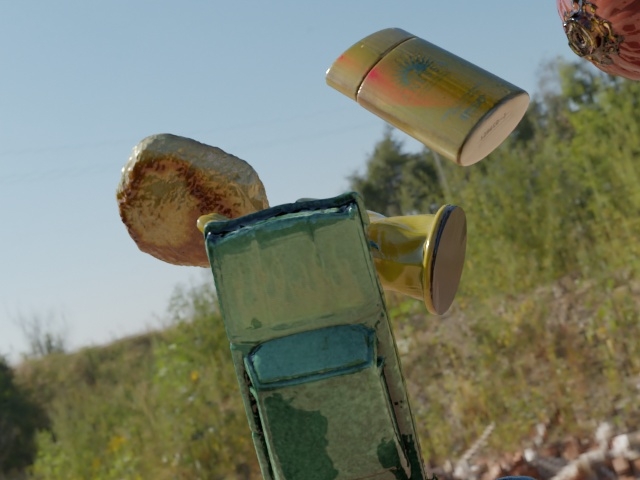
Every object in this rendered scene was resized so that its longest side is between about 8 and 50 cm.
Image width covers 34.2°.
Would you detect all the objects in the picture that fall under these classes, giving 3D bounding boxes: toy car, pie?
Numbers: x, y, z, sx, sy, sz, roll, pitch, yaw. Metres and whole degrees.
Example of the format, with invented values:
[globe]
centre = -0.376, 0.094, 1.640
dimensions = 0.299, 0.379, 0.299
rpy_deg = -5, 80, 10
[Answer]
[toy car]
centre = 0.008, 0.126, 0.835
dimensions = 0.142, 0.320, 0.097
rpy_deg = -12, 16, 5
[pie]
centre = -0.158, -0.041, 1.309
dimensions = 0.205, 0.084, 0.179
rpy_deg = 20, -42, -2

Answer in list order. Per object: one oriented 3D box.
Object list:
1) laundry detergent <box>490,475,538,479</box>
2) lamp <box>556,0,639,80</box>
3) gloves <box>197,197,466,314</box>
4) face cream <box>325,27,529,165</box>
[laundry detergent]
centre = 0.156, 0.319, 0.750
dimensions = 0.094, 0.143, 0.289
rpy_deg = -15, 36, 13
[lamp]
centre = 0.207, -0.158, 0.697
dimensions = 0.092, 0.107, 0.107
rpy_deg = -34, -1, -13
[gloves]
centre = 0.000, 0.000, 1.125
dimensions = 0.295, 0.116, 0.133
rpy_deg = 9, -11, 22
[face cream]
centre = 0.142, -0.211, 1.449
dimensions = 0.139, 0.285, 0.067
rpy_deg = -43, -40, -12
